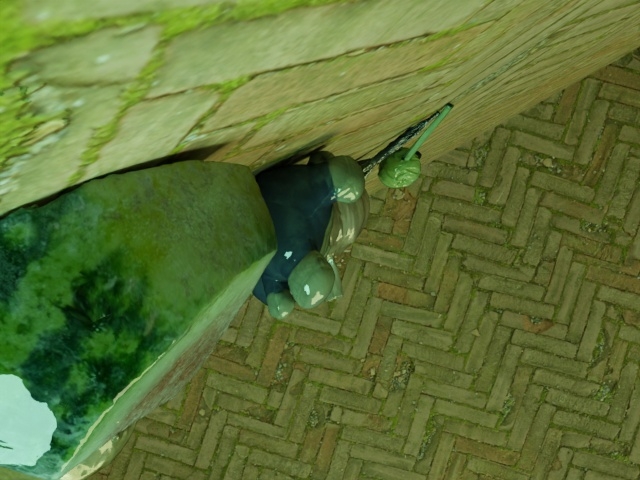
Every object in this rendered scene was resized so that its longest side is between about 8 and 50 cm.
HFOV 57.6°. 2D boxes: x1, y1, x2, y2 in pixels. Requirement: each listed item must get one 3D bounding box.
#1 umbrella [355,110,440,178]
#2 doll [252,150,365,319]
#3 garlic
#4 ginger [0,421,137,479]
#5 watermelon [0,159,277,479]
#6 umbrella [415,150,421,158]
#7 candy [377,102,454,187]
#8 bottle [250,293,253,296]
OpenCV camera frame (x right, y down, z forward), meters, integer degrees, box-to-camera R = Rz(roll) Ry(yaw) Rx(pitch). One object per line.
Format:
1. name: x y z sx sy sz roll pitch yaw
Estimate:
1. umbrella: 0.110 -0.164 1.090 0.269 0.044 0.044 -39 148 29
2. doll: -0.040 -0.002 0.781 0.154 0.228 0.258 15 164 1
3. garlic: 0.000 0.000 1.012 0.218 0.212 0.218 -22 178 -1
4. ginger: -0.344 0.173 0.706 0.244 0.155 0.304 -21 -151 -10
5. watermelon: -0.191 0.043 0.465 0.310 0.193 0.232 -43 168 -33
6. umbrella: 0.225 -0.216 1.596 0.133 0.031 0.036 -27 177 -36
7. candy: 0.193 -0.191 1.165 0.335 0.093 0.092 122 -15 -71
8. bottle: -0.133 0.034 1.170 0.112 0.112 0.260 -29 -175 10
